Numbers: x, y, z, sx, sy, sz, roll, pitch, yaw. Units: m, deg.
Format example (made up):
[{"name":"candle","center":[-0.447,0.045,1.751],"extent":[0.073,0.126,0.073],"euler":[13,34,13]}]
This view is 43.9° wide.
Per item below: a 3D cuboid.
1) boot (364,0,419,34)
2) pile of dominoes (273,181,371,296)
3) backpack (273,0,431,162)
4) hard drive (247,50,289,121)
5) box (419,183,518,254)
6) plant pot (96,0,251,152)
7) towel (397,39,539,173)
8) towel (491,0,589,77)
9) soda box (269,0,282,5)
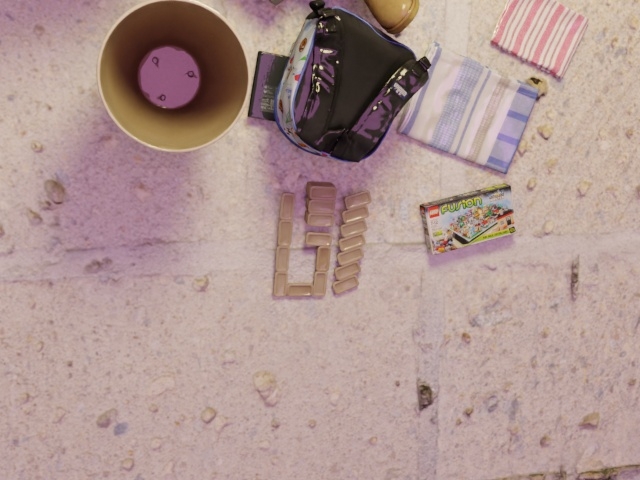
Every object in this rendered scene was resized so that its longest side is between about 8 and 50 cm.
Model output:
[{"name":"boot","center":[0.043,-0.516,1.495],"extent":[0.269,0.236,0.089],"euler":[26,115,-32]},{"name":"pile of dominoes","center":[0.000,0.000,1.714],"extent":[0.196,0.040,0.251],"euler":[2,109,-14]},{"name":"backpack","center":[0.032,-0.291,1.555],"extent":[0.276,0.213,0.263],"euler":[24,84,-22]},{"name":"hard drive","center":[-0.092,-0.312,1.626],"extent":[0.094,0.022,0.135],"euler":[8,99,-14]},{"name":"box","center":[0.330,-0.048,1.768],"extent":[0.207,0.036,0.114],"euler":[-15,104,-10]},{"name":"plant pot","center":[-0.273,-0.301,1.456],"extent":[0.256,0.274,0.257],"euler":[-3,102,-13]},{"name":"towel","center":[0.322,-0.284,1.722],"extent":[0.285,0.034,0.209],"euler":[19,97,-16]},{"name":"towel","center":[0.479,-0.456,1.725],"extent":[0.197,0.029,0.144],"euler":[22,96,-16]},{"name":"soda box","center":[-0.167,-0.576,1.518],"extent":[0.286,0.098,0.091],"euler":[33,90,-17]}]
